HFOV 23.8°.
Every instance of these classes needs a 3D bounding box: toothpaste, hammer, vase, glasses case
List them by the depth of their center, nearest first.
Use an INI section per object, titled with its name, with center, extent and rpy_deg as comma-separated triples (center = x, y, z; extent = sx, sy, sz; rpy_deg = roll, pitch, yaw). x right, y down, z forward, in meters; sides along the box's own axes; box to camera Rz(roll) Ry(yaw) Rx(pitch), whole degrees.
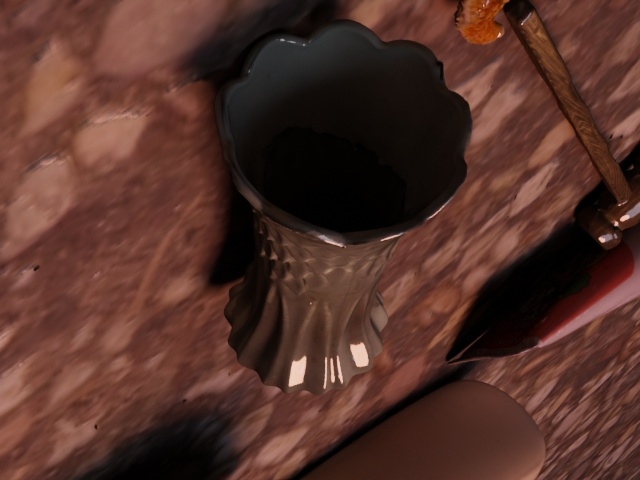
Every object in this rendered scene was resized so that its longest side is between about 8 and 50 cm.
[vase]
center = 0.000, 0.000, 0.525
extent = 0.081, 0.081, 0.149
rpy_deg = -34, 160, -23
[hammer]
center = 0.125, -0.055, 0.709
extent = 0.058, 0.029, 0.292
rpy_deg = -47, 156, 3
[glasses case]
center = 0.040, 0.146, 0.843
extent = 0.204, 0.081, 0.051
rpy_deg = -28, 151, -30
[toothpaste]
center = 0.179, 0.011, 0.870
extent = 0.234, 0.057, 0.089
rpy_deg = -33, -176, -22

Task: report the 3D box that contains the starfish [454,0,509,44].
[starfish]
center = 0.106, -0.153, 0.478
extent = 0.227, 0.043, 0.240
rpy_deg = -19, 150, -44
